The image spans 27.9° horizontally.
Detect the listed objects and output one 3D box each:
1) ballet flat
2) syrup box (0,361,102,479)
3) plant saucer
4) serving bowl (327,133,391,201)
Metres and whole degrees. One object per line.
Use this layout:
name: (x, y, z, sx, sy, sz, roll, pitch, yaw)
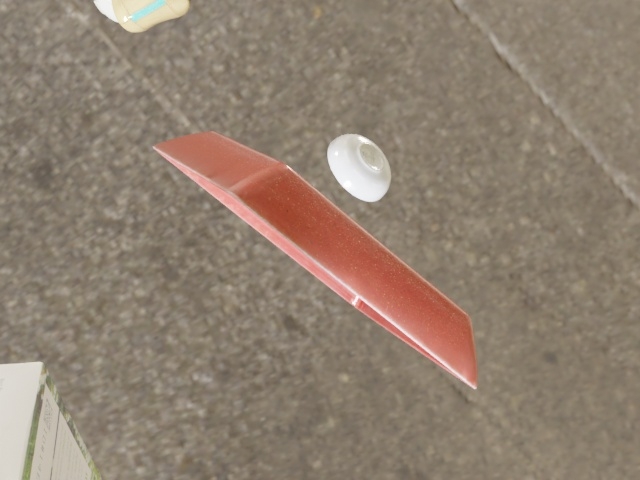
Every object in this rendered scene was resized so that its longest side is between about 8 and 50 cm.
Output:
ballet flat: (-0.173, -0.235, 1.130, 0.073, 0.232, 0.080, -37, 116, -1)
syrup box: (-0.157, 0.169, 0.660, 0.237, 0.096, 0.093, 80, 8, -48)
plant saucer: (0.000, 0.000, 1.053, 0.259, 0.258, 0.048, 40, 87, -23)
serving bowl: (0.048, -0.085, 1.414, 0.083, 0.027, 0.083, 26, 44, -28)
